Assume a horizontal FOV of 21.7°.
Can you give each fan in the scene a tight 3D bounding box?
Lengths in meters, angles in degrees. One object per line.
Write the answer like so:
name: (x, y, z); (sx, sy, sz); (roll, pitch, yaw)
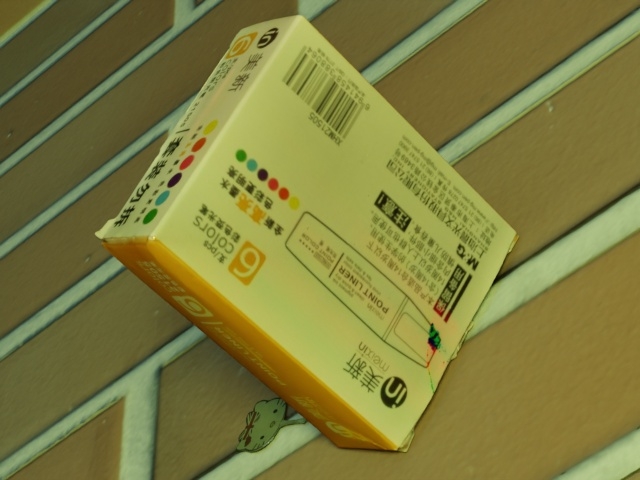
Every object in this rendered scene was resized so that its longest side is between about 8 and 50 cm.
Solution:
fan: (-0.039, 0.152, 1.390); (0.083, 0.004, 0.056); (-15, 41, 46)

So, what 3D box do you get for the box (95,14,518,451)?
box: (0.000, 0.000, 1.256); (0.091, 0.274, 0.221); (-6, 46, 55)
